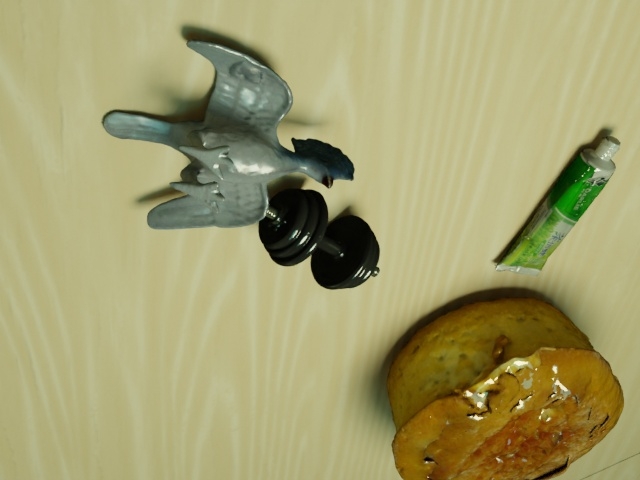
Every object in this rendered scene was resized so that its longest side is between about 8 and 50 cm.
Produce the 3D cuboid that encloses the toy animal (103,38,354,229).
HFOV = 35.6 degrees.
[{"bbox_3d":[-0.097,-0.092,1.069,0.255,0.176,0.239,25,118,8],"label":"toy animal"}]

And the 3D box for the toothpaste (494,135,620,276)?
[{"bbox_3d":[0.323,-0.040,1.329,0.078,0.047,0.248,8,132,-26],"label":"toothpaste"}]

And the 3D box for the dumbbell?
[{"bbox_3d":[0.000,0.000,1.197,0.099,0.099,0.208,-42,132,21],"label":"dumbbell"}]

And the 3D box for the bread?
[{"bbox_3d":[0.257,0.236,1.470,0.337,0.204,0.358,-33,140,8],"label":"bread"}]
